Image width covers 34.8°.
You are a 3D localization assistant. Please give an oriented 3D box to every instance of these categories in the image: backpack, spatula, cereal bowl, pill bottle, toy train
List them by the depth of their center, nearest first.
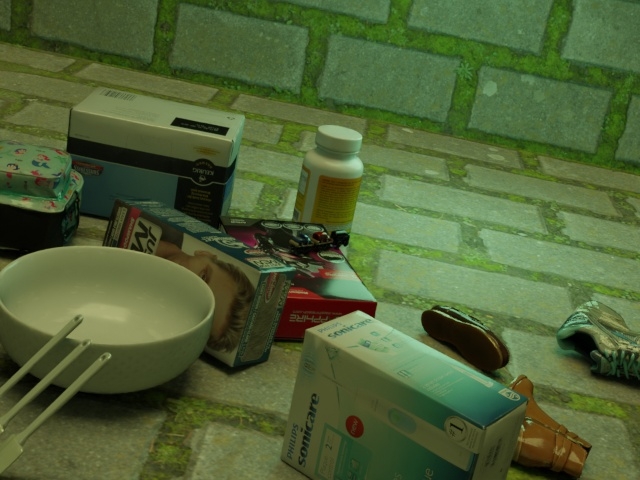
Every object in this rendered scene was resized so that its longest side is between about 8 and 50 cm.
[{"bbox_3d":[-0.385,0.203,1.334,0.019,0.242,0.168,49,-7,-35],"label":"spatula"},{"bbox_3d":[-0.337,0.137,1.577,0.338,0.141,0.339,11,21,-4],"label":"cereal bowl"},{"bbox_3d":[0.000,0.000,1.981,0.158,0.036,0.027,-9,30,-45],"label":"toy train"},{"bbox_3d":[-0.575,-0.089,1.983,0.225,0.191,0.253,10,16,-1],"label":"backpack"},{"bbox_3d":[0.021,-0.125,2.273,0.136,0.246,0.136,10,22,-4],"label":"pill bottle"}]

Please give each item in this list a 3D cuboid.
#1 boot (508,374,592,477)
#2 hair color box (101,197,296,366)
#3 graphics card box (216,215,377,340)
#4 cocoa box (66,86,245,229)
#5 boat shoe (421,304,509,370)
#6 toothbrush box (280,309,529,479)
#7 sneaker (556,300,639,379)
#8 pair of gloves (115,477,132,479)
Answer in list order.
[{"bbox_3d":[0.358,0.299,1.623,0.152,0.073,0.197,16,34,16],"label":"boot"},{"bbox_3d":[-0.225,0.064,1.758,0.347,0.174,0.105,25,14,30],"label":"hair color box"},{"bbox_3d":[-0.059,0.068,1.959,0.232,0.094,0.371,4,22,-18],"label":"graphics card box"},{"bbox_3d":[-0.359,-0.172,2.223,0.347,0.228,0.231,11,21,-1],"label":"cocoa box"},{"bbox_3d":[0.280,0.173,1.892,0.073,0.073,0.207,-8,29,-36],"label":"boat shoe"},{"bbox_3d":[0.106,0.258,1.394,0.295,0.216,0.126,27,26,33],"label":"toothbrush box"},{"bbox_3d":[0.570,0.224,1.914,0.122,0.110,0.283,-29,40,-34],"label":"sneaker"},{"bbox_3d":[-0.166,0.363,1.231,0.240,0.042,0.204,12,21,4],"label":"pair of gloves"}]
